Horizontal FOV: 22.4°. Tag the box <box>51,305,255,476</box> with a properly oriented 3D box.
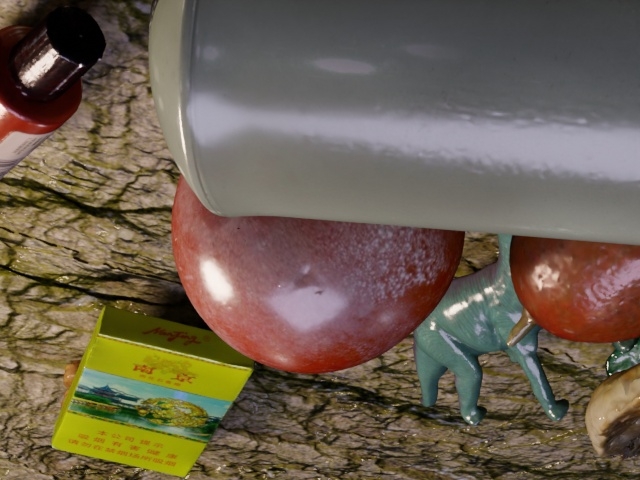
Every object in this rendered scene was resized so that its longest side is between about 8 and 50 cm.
[{"bbox_3d":[-0.210,0.192,1.977,0.187,0.047,0.335,15,146,-11],"label":"box"}]

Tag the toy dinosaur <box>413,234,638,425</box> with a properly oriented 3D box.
[{"bbox_3d":[0.140,0.047,1.734,0.383,0.129,0.331,-18,122,47],"label":"toy dinosaur"}]

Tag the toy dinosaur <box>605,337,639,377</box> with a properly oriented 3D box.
[{"bbox_3d":[0.401,0.048,1.693,0.129,0.076,0.383,3,135,-7],"label":"toy dinosaur"}]

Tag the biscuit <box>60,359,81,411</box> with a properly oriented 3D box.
[{"bbox_3d":[-0.241,0.207,2.086,0.202,0.044,0.288,4,146,5],"label":"biscuit"}]

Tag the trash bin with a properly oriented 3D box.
[{"bbox_3d":[0.084,-0.138,1.224,0.432,0.280,0.280,8,148,14],"label":"trash bin"}]

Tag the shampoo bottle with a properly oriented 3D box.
[{"bbox_3d":[-0.294,-0.131,1.513,0.104,0.104,0.278,27,143,-27],"label":"shampoo bottle"}]

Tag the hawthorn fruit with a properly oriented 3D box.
[{"bbox_3d":[0.263,0.012,1.502,0.199,0.199,0.251,30,113,-31],"label":"hawthorn fruit"}]

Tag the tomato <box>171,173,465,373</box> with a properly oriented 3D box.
[{"bbox_3d":[-0.011,-0.015,1.465,0.270,0.270,0.227,-8,162,23],"label":"tomato"}]

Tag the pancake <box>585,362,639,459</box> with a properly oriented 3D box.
[{"bbox_3d":[0.415,0.090,1.568,0.387,0.082,0.387,-32,160,-13],"label":"pancake"}]
